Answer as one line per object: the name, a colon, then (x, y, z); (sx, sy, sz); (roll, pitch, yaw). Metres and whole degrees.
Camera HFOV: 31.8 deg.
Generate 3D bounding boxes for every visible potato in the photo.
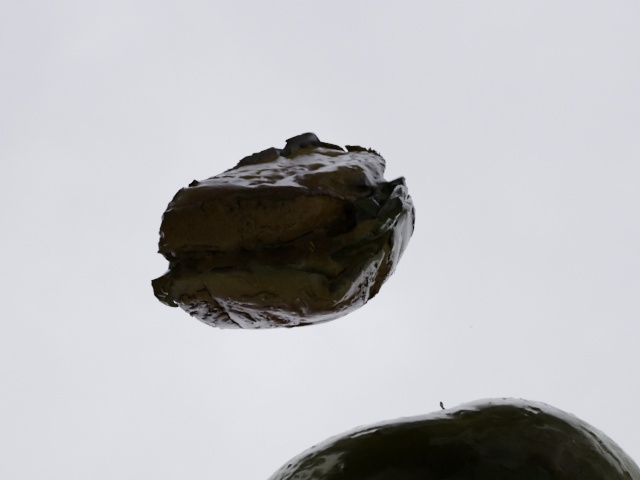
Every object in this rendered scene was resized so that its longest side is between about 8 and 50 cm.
potato: (0.057, 0.173, 0.596); (0.248, 0.143, 0.169); (-22, -119, -5)

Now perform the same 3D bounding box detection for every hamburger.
hamburger: (0.003, 0.002, 0.575); (0.102, 0.176, 0.087); (9, -71, 29)
